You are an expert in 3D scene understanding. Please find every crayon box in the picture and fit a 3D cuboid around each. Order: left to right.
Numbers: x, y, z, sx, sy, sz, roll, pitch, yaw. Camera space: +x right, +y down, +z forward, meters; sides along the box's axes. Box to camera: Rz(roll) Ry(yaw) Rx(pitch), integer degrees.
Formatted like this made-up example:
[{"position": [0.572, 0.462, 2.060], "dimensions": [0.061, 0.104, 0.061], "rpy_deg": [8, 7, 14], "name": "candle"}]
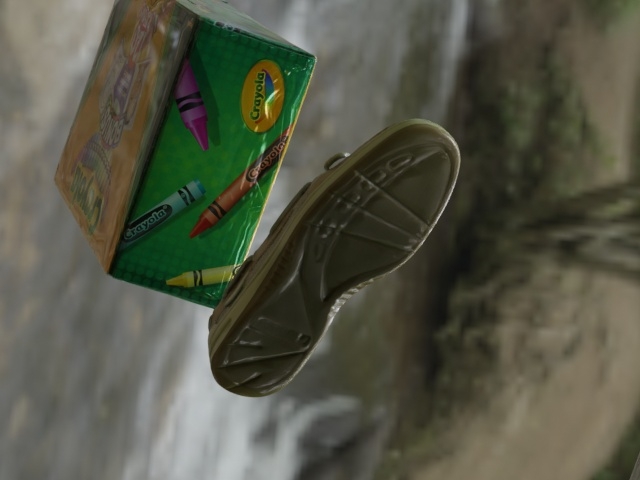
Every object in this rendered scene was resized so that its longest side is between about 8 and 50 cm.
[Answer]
[{"position": [-0.096, -0.075, 1.295], "dimensions": [0.278, 0.081, 0.165], "rpy_deg": [-137, -114, -70], "name": "crayon box"}]

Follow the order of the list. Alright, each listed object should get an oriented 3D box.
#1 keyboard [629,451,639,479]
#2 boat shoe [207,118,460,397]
[{"position": [0.133, 0.071, 0.629], "dimensions": [0.256, 0.072, 0.014], "rpy_deg": [98, -23, -48], "name": "keyboard"}, {"position": [0.001, 0.001, 0.873], "dimensions": [0.153, 0.056, 0.048], "rpy_deg": [-53, -151, 21], "name": "boat shoe"}]
